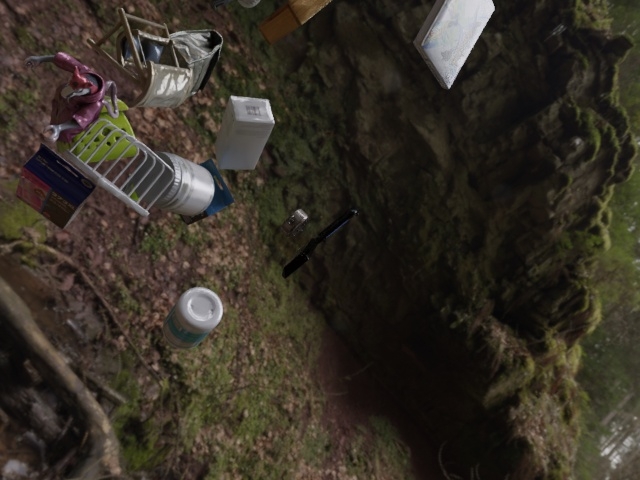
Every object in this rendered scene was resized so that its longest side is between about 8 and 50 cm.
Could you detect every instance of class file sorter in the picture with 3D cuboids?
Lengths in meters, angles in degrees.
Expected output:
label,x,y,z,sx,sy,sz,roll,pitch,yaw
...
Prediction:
label,x,y,z,sx,sy,sz,roll,pitch,yaw
file sorter,-0.616,-0.235,1.367,0.277,0.173,0.193,31,-10,37

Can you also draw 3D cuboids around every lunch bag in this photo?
label,x,y,z,sx,sy,sz,roll,pitch,yaw
lunch bag,-0.534,-0.735,1.835,0.169,0.287,0.235,45,-45,-5

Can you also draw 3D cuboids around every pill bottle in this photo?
label,x,y,z,sx,sy,sz,roll,pitch,yaw
pill bottle,-0.432,0.269,1.458,0.146,0.146,0.264,50,-44,3

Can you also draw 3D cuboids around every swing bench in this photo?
label,x,y,z,sx,sy,sz,roll,pitch,yaw
swing bench,-0.568,-0.584,1.466,0.255,0.165,0.253,58,20,-7

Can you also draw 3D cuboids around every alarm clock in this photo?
label,x,y,z,sx,sy,sz,roll,pitch,yaw
alarm clock,-0.108,-0.071,1.834,0.064,0.129,0.192,44,-1,11

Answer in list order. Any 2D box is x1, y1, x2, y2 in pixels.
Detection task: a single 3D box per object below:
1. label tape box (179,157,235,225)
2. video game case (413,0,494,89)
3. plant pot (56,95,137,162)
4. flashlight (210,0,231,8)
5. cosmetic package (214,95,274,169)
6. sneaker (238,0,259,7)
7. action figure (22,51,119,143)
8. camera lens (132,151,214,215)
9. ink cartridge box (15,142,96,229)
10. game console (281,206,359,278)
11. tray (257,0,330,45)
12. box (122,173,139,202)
label,x,y,z,sx,sy,sz,roll,pitch,yaw
label tape box,-0.602,-0.230,2.157,0.333,0.106,0.241,-15,-72,43
video game case,0.463,-0.734,1.500,0.036,0.329,0.299,34,8,35
plant pot,-0.831,-0.417,1.617,0.227,0.228,0.207,25,-57,39
flashlight,-0.244,-0.899,1.481,0.103,0.303,0.103,64,-7,-12
cosmetic package,-0.377,-0.507,2.138,0.365,0.196,0.155,-47,-127,52
sneaker,-0.253,-1.070,1.631,0.150,0.135,0.366,-111,-150,-52
action figure,-0.684,-0.401,1.284,0.370,0.275,0.249,-2,-82,53
camera lens,-0.577,-0.223,1.769,0.219,0.219,0.274,47,10,18
ink cartridge box,-0.805,-0.150,1.331,0.175,0.069,0.370,43,-37,-21
game console,0.000,0.000,1.654,0.044,0.361,0.213,48,18,-6
tray,0.000,-0.783,1.387,0.076,0.411,0.202,51,-23,-25
box,-0.827,-0.228,1.944,0.042,0.109,0.178,19,4,-40
